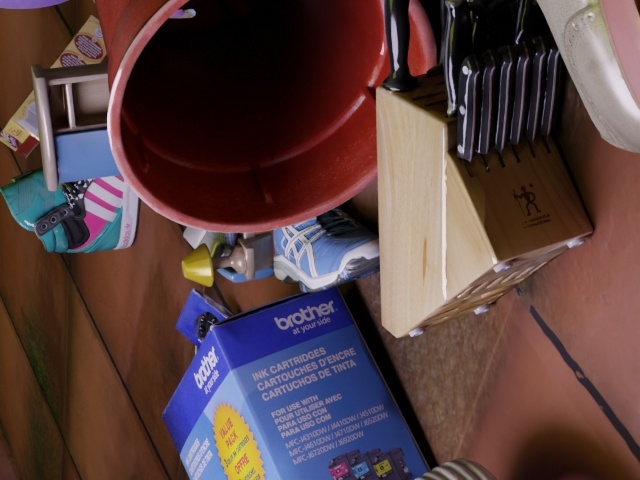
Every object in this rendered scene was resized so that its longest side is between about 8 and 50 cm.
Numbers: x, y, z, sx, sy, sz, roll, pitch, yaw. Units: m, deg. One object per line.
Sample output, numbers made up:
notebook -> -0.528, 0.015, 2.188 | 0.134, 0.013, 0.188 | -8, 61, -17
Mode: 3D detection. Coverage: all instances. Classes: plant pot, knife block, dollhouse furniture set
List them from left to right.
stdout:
dollhouse furniture set -> -0.179, -0.125, 1.407 | 0.303, 0.198, 0.286 | -126, 30, -58
plant pot -> -0.077, -0.194, 1.164 | 0.265, 0.272, 0.272 | -117, 26, -43
knife block -> 0.094, -0.079, 1.032 | 0.242, 0.088, 0.275 | 68, 155, 13

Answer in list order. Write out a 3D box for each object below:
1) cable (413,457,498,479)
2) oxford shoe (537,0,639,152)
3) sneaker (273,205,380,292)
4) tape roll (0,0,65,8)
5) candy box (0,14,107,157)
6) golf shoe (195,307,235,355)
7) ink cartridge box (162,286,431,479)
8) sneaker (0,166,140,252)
cable -> 0.145, 0.292, 1.046 | 0.257, 0.089, 0.257 | 54, 168, 43
oxford shoe -> 0.147, -0.234, 0.780 | 0.146, 0.140, 0.397 | 170, 86, -69
sneaker -> 0.000, 0.000, 1.294 | 0.211, 0.080, 0.081 | 4, 108, 64
tape roll -> -0.399, -0.386, 1.809 | 0.189, 0.189, 0.080 | 52, 146, 42
candy box -> -0.351, -0.206, 1.827 | 0.053, 0.186, 0.109 | 36, 160, -14
golf shoe -> -0.115, 0.180, 1.649 | 0.094, 0.077, 0.198 | -16, 87, 66
ink cartridge box -> -0.024, 0.227, 1.370 | 0.395, 0.151, 0.270 | 65, 154, 19
sneaker -> -0.347, -0.091, 1.872 | 0.124, 0.178, 0.295 | 54, 148, 39
